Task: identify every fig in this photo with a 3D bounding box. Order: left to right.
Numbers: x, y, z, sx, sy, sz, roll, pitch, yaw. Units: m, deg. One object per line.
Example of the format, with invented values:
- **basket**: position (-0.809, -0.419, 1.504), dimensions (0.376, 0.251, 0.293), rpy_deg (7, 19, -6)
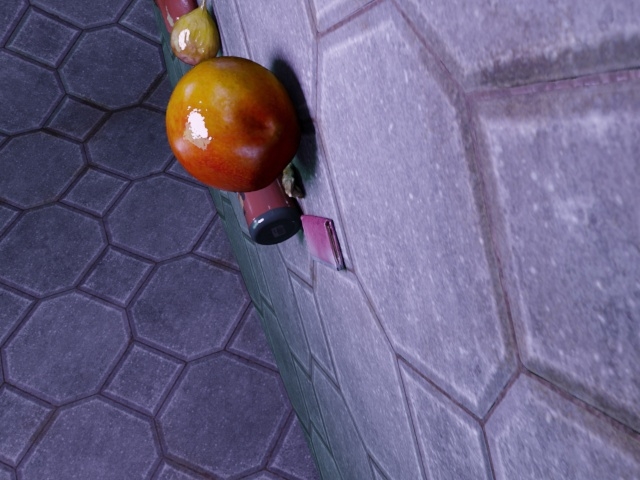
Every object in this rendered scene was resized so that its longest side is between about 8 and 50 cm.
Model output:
- **fig**: position (-0.381, -0.681, 2.003), dimensions (0.159, 0.159, 0.257), rpy_deg (61, 143, 40)

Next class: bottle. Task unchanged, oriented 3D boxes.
- **bottle**: position (-0.166, -0.159, 1.746), dimensions (0.144, 0.144, 0.336), rpy_deg (95, 157, -58)

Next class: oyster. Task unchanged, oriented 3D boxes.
- **oyster**: position (-0.072, -0.143, 1.615), dimensions (0.121, 0.045, 0.146), rpy_deg (67, 178, -59)

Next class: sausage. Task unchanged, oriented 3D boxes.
- **sausage**: position (-0.503, -0.830, 2.262), dimensions (0.148, 0.148, 0.254), rpy_deg (146, 109, -76)

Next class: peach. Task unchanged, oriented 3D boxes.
- **peach**: position (-0.184, -0.250, 1.402), dimensions (0.332, 0.308, 0.307), rpy_deg (21, 129, 56)

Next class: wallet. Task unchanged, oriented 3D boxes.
- **wallet**: position (0.000, 0.000, 1.510), dimensions (0.232, 0.025, 0.119), rpy_deg (-162, 55, -74)

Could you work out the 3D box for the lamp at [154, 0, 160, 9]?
- **lamp**: position (-0.608, -0.975, 2.488), dimensions (0.182, 0.140, 0.182), rpy_deg (163, 90, -73)
